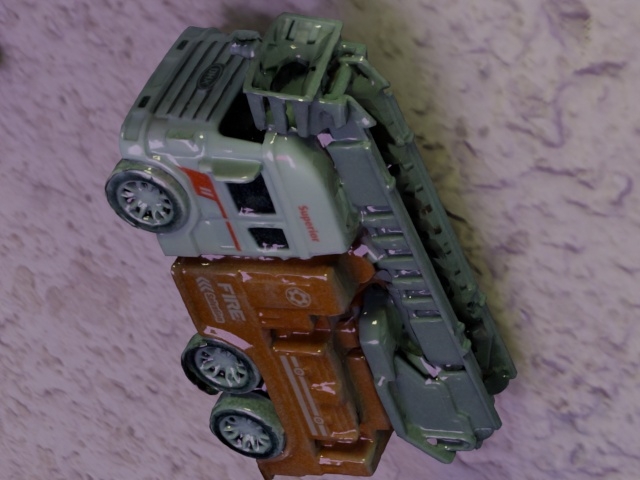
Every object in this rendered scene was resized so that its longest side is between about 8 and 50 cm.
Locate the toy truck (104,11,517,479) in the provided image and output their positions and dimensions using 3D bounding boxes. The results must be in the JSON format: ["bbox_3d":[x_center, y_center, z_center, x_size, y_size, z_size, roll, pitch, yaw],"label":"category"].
[{"bbox_3d":[0.000,0.000,1.165,0.184,0.133,0.338,3,134,26],"label":"toy truck"}]
